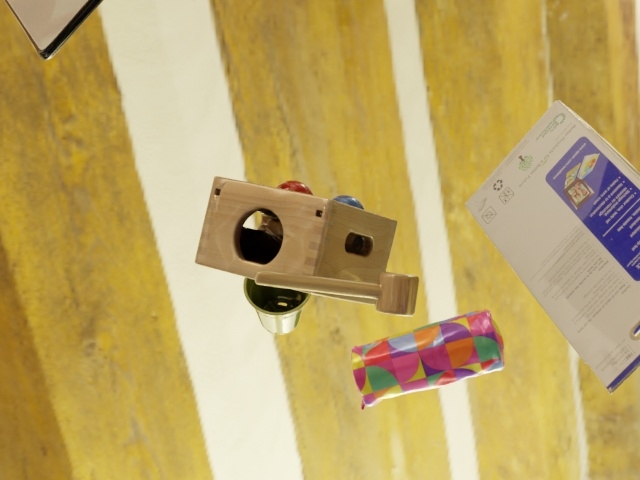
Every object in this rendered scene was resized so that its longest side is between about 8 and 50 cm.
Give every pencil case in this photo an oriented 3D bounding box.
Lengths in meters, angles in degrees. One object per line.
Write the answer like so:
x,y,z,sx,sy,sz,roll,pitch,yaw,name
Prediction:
0.158,0.178,1.569,0.104,0.236,0.104,-17,-90,-81,pencil case

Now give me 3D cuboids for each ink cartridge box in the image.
0.285,0.003,1.083,0.065,0.332,0.165,29,-69,-34,ink cartridge box

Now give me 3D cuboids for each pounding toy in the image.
0.000,0.000,0.903,0.181,0.206,0.094,15,-92,-59,pounding toy

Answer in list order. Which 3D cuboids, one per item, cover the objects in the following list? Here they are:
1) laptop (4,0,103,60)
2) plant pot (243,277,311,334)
-0.248,-0.447,0.968,0.408,0.382,0.236,-47,-50,5,laptop
-0.051,0.075,1.271,0.079,0.083,0.083,91,-156,-55,plant pot
